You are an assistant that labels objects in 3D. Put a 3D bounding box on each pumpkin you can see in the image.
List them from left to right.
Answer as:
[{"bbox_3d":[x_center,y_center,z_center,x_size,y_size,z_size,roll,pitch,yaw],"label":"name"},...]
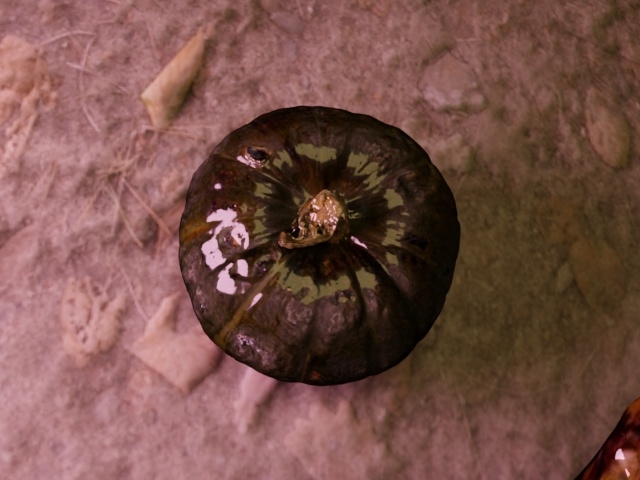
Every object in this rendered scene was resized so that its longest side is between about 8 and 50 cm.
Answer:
[{"bbox_3d":[0.000,0.000,0.768,0.223,0.157,0.224,3,70,-8],"label":"pumpkin"}]

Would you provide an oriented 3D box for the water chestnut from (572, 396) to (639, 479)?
[{"bbox_3d":[0.212,0.244,0.571,0.346,0.335,0.335,11,58,-8],"label":"water chestnut"}]
